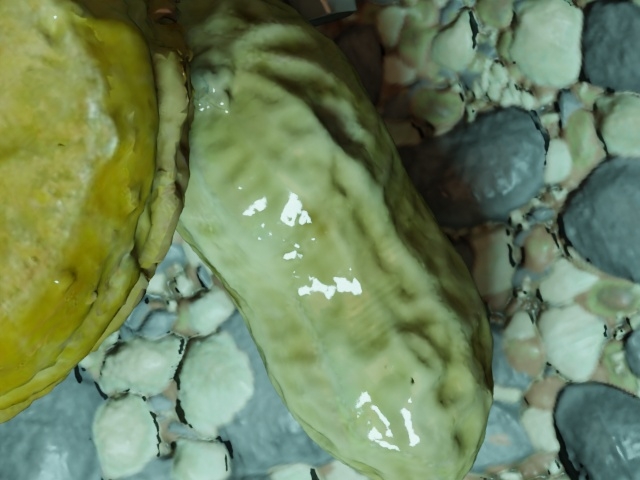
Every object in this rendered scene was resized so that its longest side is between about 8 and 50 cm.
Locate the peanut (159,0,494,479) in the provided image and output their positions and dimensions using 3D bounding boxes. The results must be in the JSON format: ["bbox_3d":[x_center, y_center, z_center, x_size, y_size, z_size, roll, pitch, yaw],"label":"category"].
[{"bbox_3d":[0.000,0.000,1.086,0.140,0.153,0.325,-30,87,-12],"label":"peanut"}]

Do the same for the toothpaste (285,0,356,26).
[{"bbox_3d":[-0.021,-0.224,1.124,0.067,0.043,0.194,-15,89,3],"label":"toothpaste"}]

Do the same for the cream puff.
[{"bbox_3d":[-0.228,-0.056,0.983,0.327,0.231,0.342,8,85,0],"label":"cream puff"}]
